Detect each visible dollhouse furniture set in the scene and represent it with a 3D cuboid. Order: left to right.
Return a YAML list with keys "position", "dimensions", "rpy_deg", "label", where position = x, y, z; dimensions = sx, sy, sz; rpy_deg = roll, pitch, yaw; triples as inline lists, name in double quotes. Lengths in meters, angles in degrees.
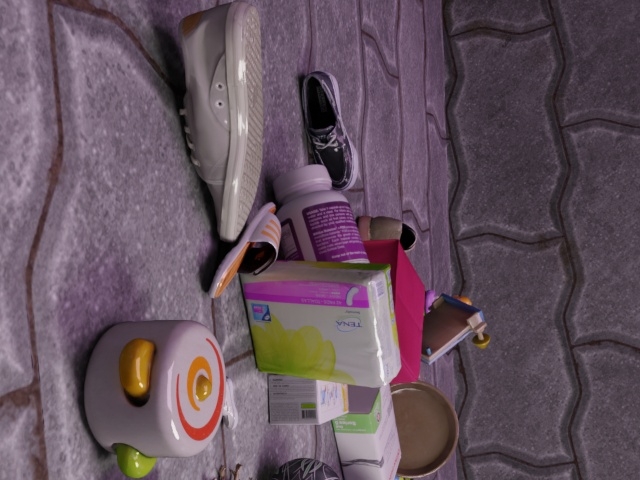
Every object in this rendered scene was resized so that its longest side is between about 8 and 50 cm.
- position: [0.244, 0.290, 2.082]
  dimensions: [0.286, 0.303, 0.198]
  rpy_deg: [-35, 124, -26]
  label: "dollhouse furniture set"

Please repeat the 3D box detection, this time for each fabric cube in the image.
- position: [0.089, 0.171, 1.893]
  dimensions: [0.258, 0.254, 0.258]
  rpy_deg: [56, 36, -58]
  label: "fabric cube"

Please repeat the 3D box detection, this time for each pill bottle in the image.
- position: [0.000, 0.000, 1.721]
  dimensions: [0.169, 0.169, 0.301]
  rpy_deg: [22, 48, -70]
  label: "pill bottle"

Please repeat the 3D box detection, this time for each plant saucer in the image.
- position: [0.259, 0.541, 2.348]
  dimensions: [0.041, 0.278, 0.277]
  rpy_deg: [116, -26, -80]
  label: "plant saucer"

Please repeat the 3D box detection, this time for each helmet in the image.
- position: [-0.031, 0.516, 1.632]
  dimensions: [0.169, 0.170, 0.161]
  rpy_deg: [-30, 131, -69]
  label: "helmet"

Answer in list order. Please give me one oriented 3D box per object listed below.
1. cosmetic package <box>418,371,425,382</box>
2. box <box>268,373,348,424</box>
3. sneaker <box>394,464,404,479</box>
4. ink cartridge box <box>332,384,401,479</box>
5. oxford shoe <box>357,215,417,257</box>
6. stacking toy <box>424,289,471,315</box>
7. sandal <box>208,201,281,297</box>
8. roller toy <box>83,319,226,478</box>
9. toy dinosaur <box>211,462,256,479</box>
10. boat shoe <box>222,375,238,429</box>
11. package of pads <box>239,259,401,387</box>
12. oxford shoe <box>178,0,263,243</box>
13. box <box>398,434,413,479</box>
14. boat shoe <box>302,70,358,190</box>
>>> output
- position: [0.262, 0.439, 2.523]
  dimensions: [0.309, 0.113, 0.160]
  rpy_deg: [66, 7, -49]
  label: "cosmetic package"
- position: [-0.022, 0.332, 1.756]
  dimensions: [0.203, 0.114, 0.103]
  rpy_deg: [12, 74, -69]
  label: "box"
- position: [0.183, 0.632, 2.398]
  dimensions: [0.069, 0.082, 0.209]
  rpy_deg: [91, -12, -54]
  label: "sneaker"
- position: [0.126, 0.514, 2.164]
  dimensions: [0.198, 0.115, 0.272]
  rpy_deg: [-55, 138, -61]
  label: "ink cartridge box"
- position: [0.230, 0.024, 2.499]
  dimensions: [0.397, 0.147, 0.140]
  rpy_deg: [33, 55, -68]
  label: "oxford shoe"
- position: [0.298, 0.197, 2.432]
  dimensions: [0.175, 0.302, 0.165]
  rpy_deg: [48, 42, -63]
  label: "stacking toy"
- position: [-0.125, 0.033, 1.513]
  dimensions: [0.102, 0.076, 0.265]
  rpy_deg: [-63, 179, 41]
  label: "sandal"
- position: [-0.221, 0.204, 1.140]
  dimensions: [0.191, 0.146, 0.209]
  rpy_deg: [-56, 138, -61]
  label: "roller toy"
- position: [-0.159, 0.460, 1.461]
  dimensions: [0.092, 0.053, 0.183]
  rpy_deg: [-57, 135, -36]
  label: "toy dinosaur"
- position: [-0.173, 0.294, 1.454]
  dimensions: [0.035, 0.035, 0.100]
  rpy_deg: [-18, 110, -43]
  label: "boat shoe"
- position: [0.001, 0.159, 1.567]
  dimensions: [0.101, 0.297, 0.229]
  rpy_deg: [-35, 121, -54]
  label: "package of pads"
- position: [-0.173, -0.196, 1.402]
  dimensions: [0.169, 0.130, 0.449]
  rpy_deg: [-76, 170, -53]
  label: "oxford shoe"
- position: [0.237, 0.636, 2.475]
  dimensions: [0.190, 0.045, 0.184]
  rpy_deg: [-128, -148, -76]
  label: "box"
- position: [0.016, -0.261, 1.979]
  dimensions: [0.102, 0.108, 0.301]
  rpy_deg: [-38, 121, -68]
  label: "boat shoe"
